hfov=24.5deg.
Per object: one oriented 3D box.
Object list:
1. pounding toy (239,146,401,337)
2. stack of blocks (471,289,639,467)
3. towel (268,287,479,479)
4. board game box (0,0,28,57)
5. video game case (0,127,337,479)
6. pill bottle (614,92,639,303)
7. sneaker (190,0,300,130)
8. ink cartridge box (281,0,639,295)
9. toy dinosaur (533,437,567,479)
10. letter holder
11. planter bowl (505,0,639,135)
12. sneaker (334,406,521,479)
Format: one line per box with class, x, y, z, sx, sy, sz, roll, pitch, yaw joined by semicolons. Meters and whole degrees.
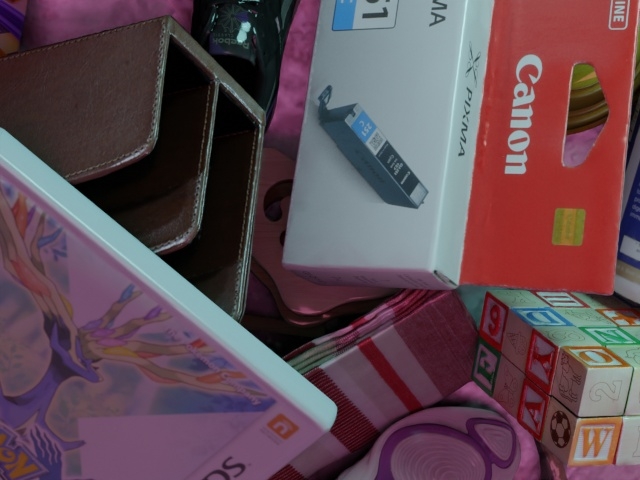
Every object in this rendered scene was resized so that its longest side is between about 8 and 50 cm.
pounding toy;0.000;0.000;1.338;0.269;0.155;0.154;-13;79;-6
stack of blocks;0.304;0.112;1.274;0.297;0.171;0.087;0;109;-24
towel;-0.006;0.152;1.310;0.329;0.237;0.037;-31;63;3
board game box;-0.411;-0.247;1.199;0.347;0.078;0.233;8;107;-21
video game case;-0.202;0.112;1.136;0.329;0.036;0.300;41;123;-11
pill bottle;0.341;-0.075;1.274;0.153;0.153;0.265;12;107;-4
sneaker;-0.061;-0.199;1.245;0.107;0.124;0.283;5;107;-2
ink cartridge box;0.114;-0.109;1.185;0.261;0.066;0.296;1;76;27
toy dinosaur;0.253;0.299;1.439;0.118;0.064;0.268;1;104;6
letter holder;-0.216;-0.020;1.154;0.301;0.215;0.152;-9;151;26
planter bowl;0.209;-0.186;1.272;0.217;0.090;0.217;0;107;0
sneaker;0.049;0.253;1.404;0.305;0.152;0.114;-29;84;-14
